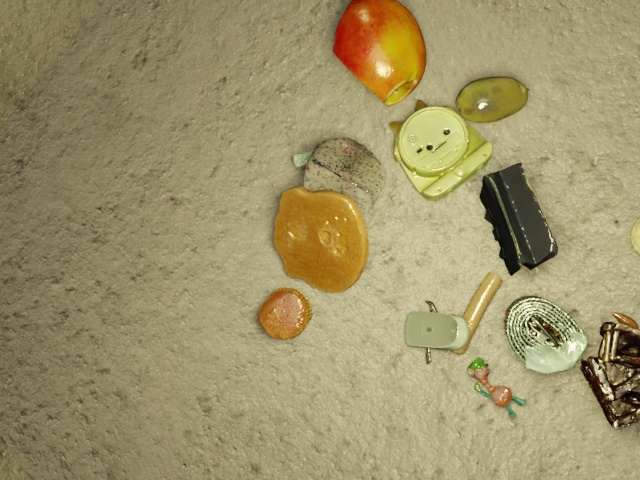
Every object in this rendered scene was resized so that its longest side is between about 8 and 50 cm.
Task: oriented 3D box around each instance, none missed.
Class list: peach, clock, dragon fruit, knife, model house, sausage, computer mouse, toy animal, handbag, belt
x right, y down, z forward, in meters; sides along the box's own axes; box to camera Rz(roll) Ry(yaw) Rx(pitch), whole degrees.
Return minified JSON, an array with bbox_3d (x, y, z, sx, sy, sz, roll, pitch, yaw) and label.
[{"bbox_3d":[0.215,-0.716,1.646,0.306,0.242,0.381,-39,76,12],"label":"peach"},{"bbox_3d":[0.404,-0.342,1.619,0.286,0.117,0.349,-38,77,7],"label":"clock"},{"bbox_3d":[0.084,-0.218,1.651,0.282,0.221,0.204,30,47,3],"label":"dragon fruit"},{"bbox_3d":[0.392,0.323,1.599,0.045,0.021,0.223,-1,80,20],"label":"knife"},{"bbox_3d":[0.923,0.423,1.327,0.296,0.317,0.283,21,86,28],"label":"model house"},{"bbox_3d":[0.529,0.252,1.553,0.065,0.066,0.302,27,89,15],"label":"sausage"},{"bbox_3d":[0.397,0.310,1.550,0.230,0.079,0.128,-1,72,40],"label":"computer mouse"},{"bbox_3d":[0.576,0.493,1.511,0.208,0.100,0.103,40,134,12],"label":"toy animal"},{"bbox_3d":[0.610,-0.055,1.434,0.121,0.329,0.304,-18,75,10],"label":"handbag"},{"bbox_3d":[0.711,0.302,1.457,0.207,0.150,0.258,-41,75,15],"label":"belt"}]

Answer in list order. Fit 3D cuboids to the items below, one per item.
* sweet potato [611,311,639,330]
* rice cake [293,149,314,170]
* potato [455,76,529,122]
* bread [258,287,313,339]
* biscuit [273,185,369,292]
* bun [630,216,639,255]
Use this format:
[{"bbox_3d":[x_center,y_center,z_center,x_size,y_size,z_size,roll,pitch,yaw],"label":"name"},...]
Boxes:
[{"bbox_3d":[0.980,0.258,1.453,0.095,0.034,0.034,39,94,14],"label":"sweet potato"},{"bbox_3d":[-0.011,-0.322,1.747,0.206,0.069,0.064,-12,81,11],"label":"rice cake"},{"bbox_3d":[0.595,-0.484,1.558,0.251,0.159,0.175,-15,54,-1],"label":"potato"},{"bbox_3d":[-0.134,0.274,1.695,0.198,0.104,0.200,-1,85,12],"label":"bread"},{"bbox_3d":[0.001,-0.001,1.644,0.364,0.062,0.386,13,115,20],"label":"biscuit"},{"bbox_3d":[1.077,-0.021,1.418,0.188,0.111,0.164,-19,83,8],"label":"bun"}]
